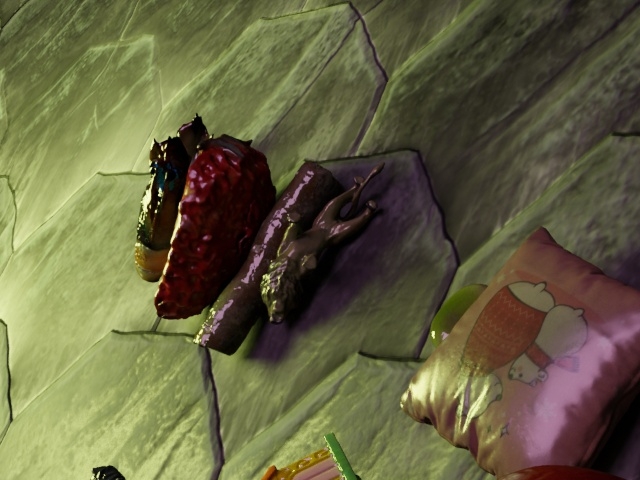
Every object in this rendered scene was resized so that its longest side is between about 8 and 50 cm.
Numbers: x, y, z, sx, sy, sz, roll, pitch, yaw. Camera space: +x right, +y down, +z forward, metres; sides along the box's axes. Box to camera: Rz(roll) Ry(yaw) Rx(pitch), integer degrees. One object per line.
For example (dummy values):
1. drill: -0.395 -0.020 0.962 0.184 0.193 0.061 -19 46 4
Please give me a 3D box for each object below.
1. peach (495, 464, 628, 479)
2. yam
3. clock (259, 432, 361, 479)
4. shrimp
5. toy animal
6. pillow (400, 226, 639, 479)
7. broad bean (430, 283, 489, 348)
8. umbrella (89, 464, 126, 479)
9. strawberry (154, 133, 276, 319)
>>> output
1. peach: 0.173 0.279 1.094 0.243 0.199 0.243 -21 50 27
2. yam: -0.060 0.025 1.737 0.061 0.061 0.253 19 75 56
3. clock: -0.051 0.323 1.323 0.255 0.106 0.220 -25 35 -5
4. shrimp: -0.178 -0.079 1.862 0.290 0.054 0.222 106 -178 -61
5. toy animal: -0.002 -0.006 1.678 0.069 0.086 0.220 42 90 18
6. pillow: 0.194 0.109 1.322 0.223 0.084 0.236 -53 37 1
7. broad bean: 0.140 0.078 1.457 0.063 0.045 0.083 4 56 51
8. umbrella: -0.208 0.311 1.682 0.188 0.046 0.050 31 89 52
9. strawberry: -0.117 -0.004 1.798 0.190 0.111 0.236 -68 -5 -79
